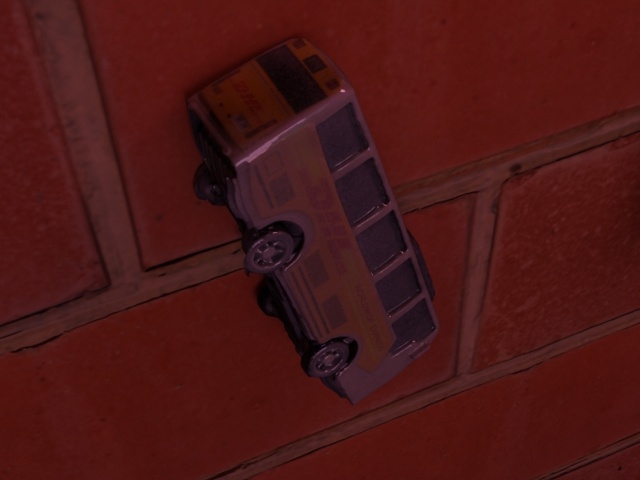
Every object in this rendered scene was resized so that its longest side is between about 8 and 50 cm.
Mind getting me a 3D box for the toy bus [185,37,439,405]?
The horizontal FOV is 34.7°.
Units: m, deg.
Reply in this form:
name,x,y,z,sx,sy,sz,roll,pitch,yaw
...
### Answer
name,x,y,z,sx,sy,sz,roll,pitch,yaw
toy bus,0.000,0.000,0.822,0.138,0.097,0.343,-34,140,-6
